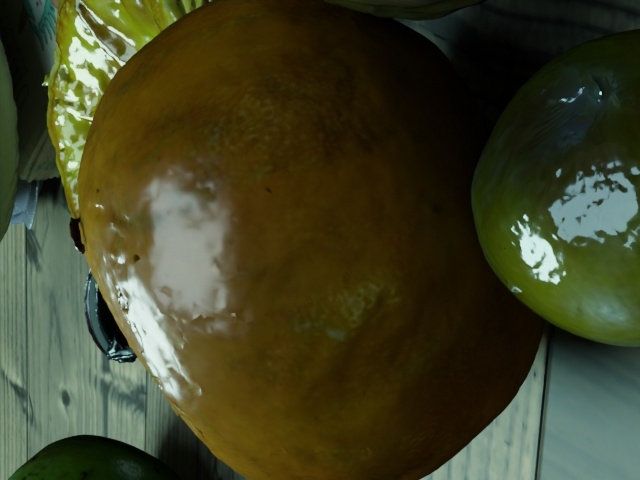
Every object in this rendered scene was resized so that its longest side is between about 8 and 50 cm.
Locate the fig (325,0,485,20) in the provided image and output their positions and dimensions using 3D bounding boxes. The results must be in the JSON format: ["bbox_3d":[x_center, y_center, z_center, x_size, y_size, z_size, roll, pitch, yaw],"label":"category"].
[{"bbox_3d":[0.110,-0.213,0.849,0.369,0.286,0.286,24,123,19],"label":"fig"}]

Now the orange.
[{"bbox_3d":[0.000,0.000,0.993,0.226,0.284,0.284,-30,66,13],"label":"orange"}]

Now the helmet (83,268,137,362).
[{"bbox_3d":[-0.133,0.043,1.407,0.123,0.070,0.098,158,107,-65],"label":"helmet"}]

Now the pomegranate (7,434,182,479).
[{"bbox_3d":[-0.158,0.258,1.427,0.225,0.187,0.187,30,128,16],"label":"pomegranate"}]

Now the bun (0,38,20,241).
[{"bbox_3d":[-0.391,-0.121,1.527,0.361,0.213,0.361,42,139,53],"label":"bun"}]

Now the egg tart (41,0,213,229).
[{"bbox_3d":[-0.090,-0.082,1.261,0.295,0.116,0.294,26,123,49],"label":"egg tart"}]

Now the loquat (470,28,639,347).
[{"bbox_3d":[0.159,-0.024,0.843,0.195,0.152,0.152,-9,90,58],"label":"loquat"}]

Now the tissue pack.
[{"bbox_3d":[-0.201,-0.196,1.454,0.325,0.071,0.170,-47,60,53],"label":"tissue pack"}]

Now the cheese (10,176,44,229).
[{"bbox_3d":[-0.304,-0.107,1.665,0.244,0.052,0.135,55,141,37],"label":"cheese"}]
